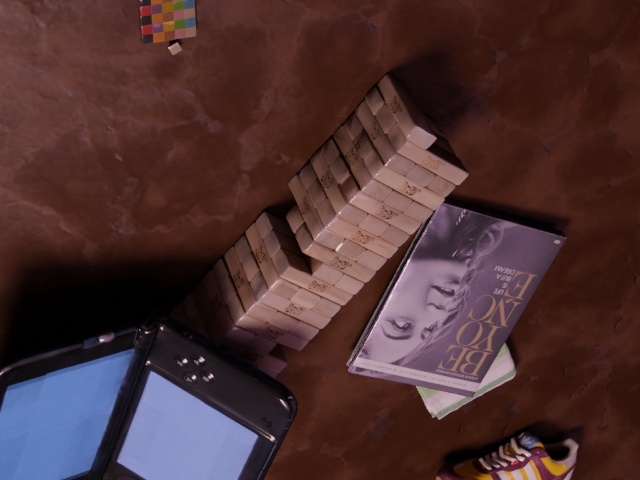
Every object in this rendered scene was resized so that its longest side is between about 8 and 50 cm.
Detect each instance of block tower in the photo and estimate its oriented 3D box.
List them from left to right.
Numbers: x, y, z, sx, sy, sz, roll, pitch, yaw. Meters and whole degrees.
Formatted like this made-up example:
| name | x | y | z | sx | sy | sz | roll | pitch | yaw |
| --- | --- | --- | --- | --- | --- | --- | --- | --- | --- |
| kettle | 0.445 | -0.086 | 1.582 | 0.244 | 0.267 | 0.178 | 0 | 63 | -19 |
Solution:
| name | x | y | z | sx | sy | sz | roll | pitch | yaw |
| --- | --- | --- | --- | --- | --- | --- | --- | --- | --- |
| block tower | 0.000 | 0.000 | 1.637 | 0.097 | 0.091 | 0.335 | 25 | 116 | -38 |

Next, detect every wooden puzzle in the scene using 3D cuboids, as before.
| name | x | y | z | sx | sy | sz | roll | pitch | yaw |
| --- | --- | --- | --- | --- | --- | --- | --- | --- | --- |
| wooden puzzle | -0.134 | -0.198 | 1.464 | 0.049 | 0.006 | 0.083 | -11 | 132 | -15 |

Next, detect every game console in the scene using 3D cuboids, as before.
| name | x | y | z | sx | sy | sz | roll | pitch | yaw |
| --- | --- | --- | --- | --- | --- | --- | --- | --- | --- |
| game console | -0.196 | 0.221 | 1.642 | 0.250 | 0.173 | 0.293 | 31 | 136 | 6 |

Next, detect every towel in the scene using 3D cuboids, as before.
| name | x | y | z | sx | sy | sz | roll | pitch | yaw |
| --- | --- | --- | --- | --- | --- | --- | --- | --- | --- |
| towel | 0.149 | 0.125 | 1.863 | 0.113 | 0.023 | 0.152 | -29 | 132 | 0 |

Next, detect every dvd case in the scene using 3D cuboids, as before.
| name | x | y | z | sx | sy | sz | roll | pitch | yaw |
| --- | --- | --- | --- | --- | --- | --- | --- | --- | --- |
| dvd case | 0.144 | 0.066 | 1.788 | 0.164 | 0.018 | 0.221 | 14 | 117 | -28 |

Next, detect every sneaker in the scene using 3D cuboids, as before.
| name | x | y | z | sx | sy | sz | roll | pitch | yaw |
| --- | --- | --- | --- | --- | --- | --- | --- | --- | --- |
| sneaker | 0.221 | 0.264 | 1.987 | 0.185 | 0.069 | 0.084 | 2 | 119 | -33 |
